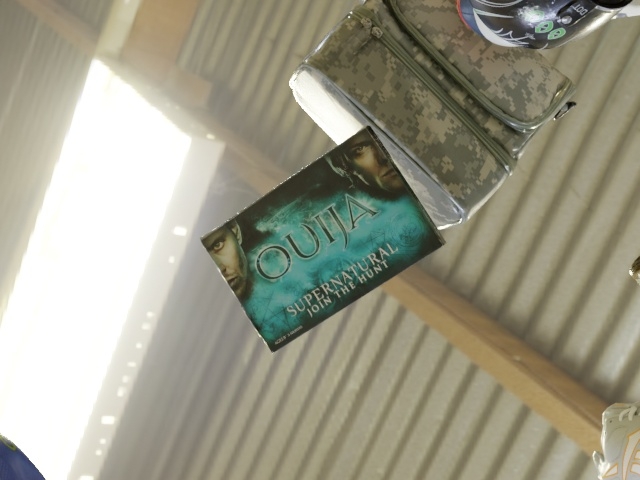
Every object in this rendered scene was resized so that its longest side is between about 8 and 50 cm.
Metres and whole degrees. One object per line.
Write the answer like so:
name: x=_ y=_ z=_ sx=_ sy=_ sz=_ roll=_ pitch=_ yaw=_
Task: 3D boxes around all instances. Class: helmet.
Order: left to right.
helmet: x=0.217 y=-0.269 z=0.985 sx=0.161 sy=0.169 sz=0.169 roll=-2 pitch=-101 yaw=57

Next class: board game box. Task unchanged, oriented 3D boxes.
board game box: x=0.000 y=0.000 z=0.907 sx=0.186 sy=0.026 sz=0.126 roll=-34 pitch=-92 yaw=14

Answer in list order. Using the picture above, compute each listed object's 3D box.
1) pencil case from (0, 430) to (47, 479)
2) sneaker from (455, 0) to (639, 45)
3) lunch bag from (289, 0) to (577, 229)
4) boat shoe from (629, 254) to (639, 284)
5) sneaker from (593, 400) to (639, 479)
pencil case: x=-0.239 y=0.193 z=0.414 sx=0.306 sy=0.133 sz=0.119 roll=-40 pitch=-101 yaw=-13
sneaker: x=0.317 y=-0.313 z=1.176 sx=0.148 sy=0.350 sz=0.131 roll=-139 pitch=-143 yaw=-69
lunch bag: x=0.143 y=-0.202 z=1.289 sx=0.256 sy=0.305 sz=0.212 roll=-46 pitch=-178 yaw=-10
boat shoe: x=0.371 y=0.000 z=0.973 sx=0.153 sy=0.056 sz=0.048 roll=-40 pitch=-86 yaw=14
sneaker: x=0.330 y=0.192 z=1.004 sx=0.121 sy=0.099 sz=0.262 roll=59 pitch=-28 yaw=36
